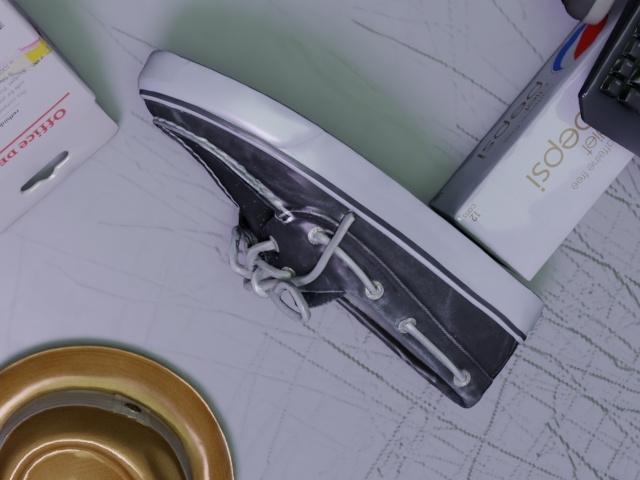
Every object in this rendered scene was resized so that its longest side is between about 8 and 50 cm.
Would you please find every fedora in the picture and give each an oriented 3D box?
[{"bbox_3d":[-0.146,0.162,1.071,0.194,0.079,0.194,-1,99,-9],"label":"fedora"}]

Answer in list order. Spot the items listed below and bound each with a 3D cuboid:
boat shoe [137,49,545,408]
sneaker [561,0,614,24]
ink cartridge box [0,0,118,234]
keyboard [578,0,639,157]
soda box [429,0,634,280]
[{"bbox_3d":[-0.001,0.000,1.053,0.306,0.113,0.105,36,84,-23],"label":"boat shoe"},{"bbox_3d":[0.143,-0.251,1.061,0.118,0.083,0.222,6,88,-5],"label":"sneaker"},{"bbox_3d":[-0.216,-0.095,0.998,0.115,0.067,0.198,-40,146,-1],"label":"ink cartridge box"},{"bbox_3d":[0.320,-0.104,1.077,0.317,0.033,0.201,25,95,-32],"label":"keyboard"},{"bbox_3d":[0.170,-0.081,1.086,0.069,0.074,0.216,39,91,-12],"label":"soda box"}]
